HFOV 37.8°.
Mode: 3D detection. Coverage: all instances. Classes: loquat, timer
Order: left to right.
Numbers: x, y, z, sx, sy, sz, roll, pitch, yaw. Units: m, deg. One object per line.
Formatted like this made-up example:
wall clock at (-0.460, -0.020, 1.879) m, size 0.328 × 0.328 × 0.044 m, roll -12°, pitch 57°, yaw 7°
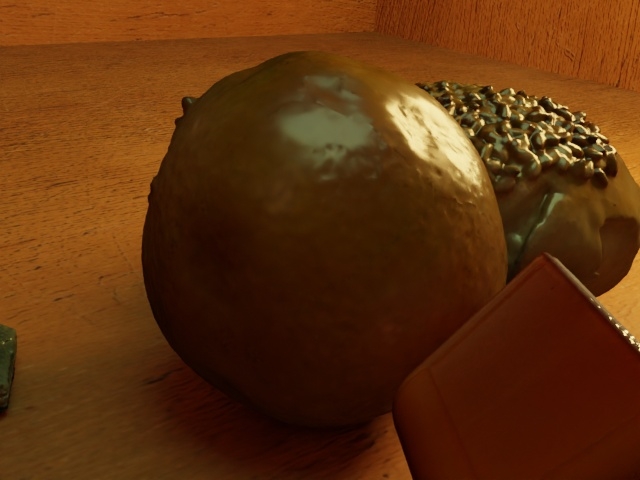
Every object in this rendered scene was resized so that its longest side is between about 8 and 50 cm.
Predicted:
loquat at (0.000, 0.000, 0.819) m, size 0.329 × 0.328 × 0.328 m, roll 6°, pitch 20°, yaw -2°
timer at (0.185, 0.176, 0.581) m, size 0.250 × 0.161 × 0.257 m, roll 46°, pitch 9°, yaw -18°

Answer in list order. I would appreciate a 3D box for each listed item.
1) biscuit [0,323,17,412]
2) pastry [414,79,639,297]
biscuit at (-0.370, 0.109, 0.812) m, size 0.200 × 0.040 × 0.121 m, roll 1°, pitch 19°, yaw -13°
pastry at (0.173, -0.060, 1.099) m, size 0.410 × 0.244 × 0.409 m, roll 7°, pitch 11°, yaw -1°
